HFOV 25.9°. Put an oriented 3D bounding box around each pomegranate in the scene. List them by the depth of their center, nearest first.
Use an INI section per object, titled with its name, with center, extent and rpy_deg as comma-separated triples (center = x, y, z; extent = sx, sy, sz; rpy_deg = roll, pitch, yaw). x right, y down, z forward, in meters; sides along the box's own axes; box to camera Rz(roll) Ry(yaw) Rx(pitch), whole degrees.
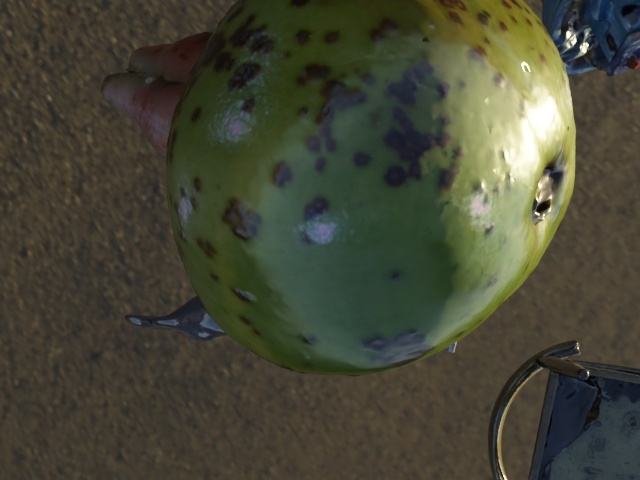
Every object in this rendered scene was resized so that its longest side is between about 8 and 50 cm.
[pomegranate]
center = -0.003, -0.047, 0.670
extent = 0.214, 0.248, 0.214
rpy_deg = -34, 133, -46

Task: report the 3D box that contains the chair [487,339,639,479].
[chair]
center = 0.253, 0.191, 1.214
extent = 0.166, 0.272, 0.188
rpy_deg = 12, 89, -5

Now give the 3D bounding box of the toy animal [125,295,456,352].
[toy animal]
center = 0.023, 0.017, 0.987
extent = 0.206, 0.081, 0.367
rpy_deg = 17, 146, -23

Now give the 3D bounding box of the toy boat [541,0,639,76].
[toy boat]
center = 0.212, -0.173, 0.989
extent = 0.100, 0.097, 0.223
rpy_deg = -21, 164, -8
